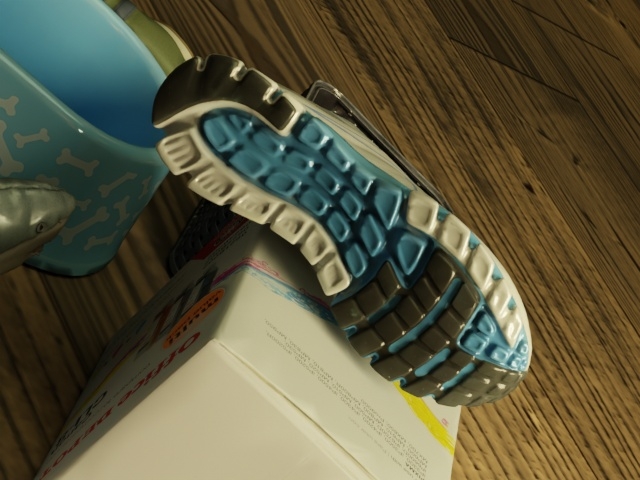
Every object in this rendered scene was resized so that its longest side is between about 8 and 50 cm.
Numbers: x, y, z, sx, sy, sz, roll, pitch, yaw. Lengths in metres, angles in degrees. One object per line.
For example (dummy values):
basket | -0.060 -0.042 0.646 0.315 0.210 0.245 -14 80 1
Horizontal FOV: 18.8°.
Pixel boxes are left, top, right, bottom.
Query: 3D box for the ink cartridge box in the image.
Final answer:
ink cartridge box | -0.027 0.082 0.833 0.127 0.128 0.176 43 21 -11

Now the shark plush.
shark plush | -0.179 -0.022 0.801 0.161 0.067 0.073 31 28 -38

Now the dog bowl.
dog bowl | -0.186 -0.112 0.934 0.297 0.074 0.166 41 23 -16

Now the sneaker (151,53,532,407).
sneaker | 0.019 -0.011 0.815 0.190 0.071 0.083 45 17 6

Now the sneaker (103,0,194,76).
sneaker | -0.140 -0.122 1.056 0.086 0.064 0.192 10 38 -56

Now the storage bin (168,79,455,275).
storage bin | 0.000 0.000 1.086 0.122 0.084 0.180 45 23 -10
